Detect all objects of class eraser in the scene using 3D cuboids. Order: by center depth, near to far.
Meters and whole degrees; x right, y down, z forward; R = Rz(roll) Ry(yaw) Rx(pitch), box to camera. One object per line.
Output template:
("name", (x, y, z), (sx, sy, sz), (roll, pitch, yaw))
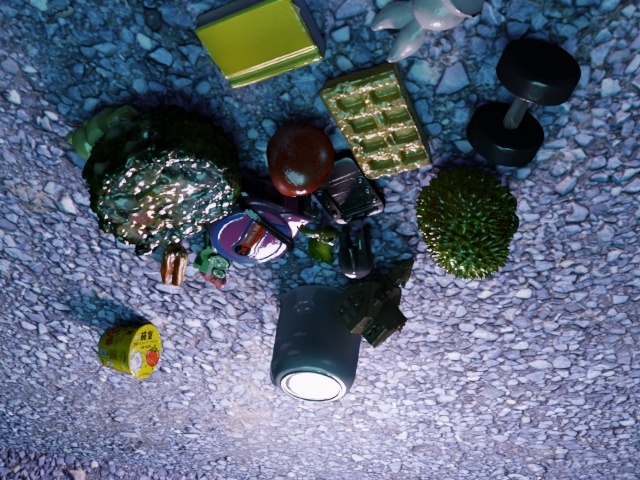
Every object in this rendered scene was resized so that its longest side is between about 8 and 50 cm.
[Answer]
("eraser", (-0.115, -0.398, 1.309), (0.226, 0.069, 0.158), (-13, 133, 24))

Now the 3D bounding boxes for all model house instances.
("model house", (0.187, 0.154, 1.838), (0.248, 0.176, 0.181), (-50, 148, 15))

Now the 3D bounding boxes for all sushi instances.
("sushi", (-0.361, -0.141, 1.499), (0.352, 0.178, 0.294), (-27, 143, 20))

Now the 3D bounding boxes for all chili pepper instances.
("chili pepper", (0.000, 0.000, 1.651), (0.085, 0.076, 0.359), (33, 171, 8))

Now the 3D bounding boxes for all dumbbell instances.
("dumbbell", (0.394, -0.269, 1.310), (0.152, 0.152, 0.218), (12, 139, -4))

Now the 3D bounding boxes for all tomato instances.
("tomato", (-0.050, -0.183, 1.485), (0.167, 0.167, 0.167), (5, 140, 4))

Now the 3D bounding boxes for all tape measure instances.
("tape measure", (-0.157, -0.050, 1.674), (0.245, 0.149, 0.231), (18, 136, -23))

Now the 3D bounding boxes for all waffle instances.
("waffle", (0.127, -0.255, 1.444), (0.168, 0.057, 0.274), (-12, 135, 24))

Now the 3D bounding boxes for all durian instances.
("durian", (0.327, -0.039, 1.522), (0.224, 0.291, 0.291), (-1, 141, 32))

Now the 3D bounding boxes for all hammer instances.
("hammer", (-0.312, 0.107, 1.959), (0.043, 0.043, 0.083), (-25, 128, 33))

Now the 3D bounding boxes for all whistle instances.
("whistle", (-0.497, -0.251, 1.535), (0.227, 0.085, 0.105), (-27, 129, 36))

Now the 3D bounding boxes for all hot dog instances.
("hot dog", (-0.422, 0.069, 1.920), (0.072, 0.055, 0.188), (13, 140, -10))

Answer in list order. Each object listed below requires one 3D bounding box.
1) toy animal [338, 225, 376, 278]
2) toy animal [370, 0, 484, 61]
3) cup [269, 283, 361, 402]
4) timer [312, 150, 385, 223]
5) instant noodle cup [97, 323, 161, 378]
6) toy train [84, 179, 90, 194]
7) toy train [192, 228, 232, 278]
("toy animal", (0.099, 0.029, 1.733), (0.082, 0.137, 0.269), (-6, 178, 12))
("toy animal", (0.201, -0.421, 1.219), (0.221, 0.131, 0.104), (-13, 112, 58))
("cup", (-0.043, 0.337, 2.000), (0.259, 0.274, 0.357), (32, 134, -25))
("timer", (0.058, -0.127, 1.612), (0.144, 0.055, 0.187), (-19, 129, 26))
("instant noodle cup", (-0.642, 0.363, 2.222), (0.144, 0.182, 0.182), (3, 140, 20))
("toy train", (-0.464, -0.150, 1.680), (0.252, 0.048, 0.055), (-7, 142, 9))
("toy train", (-0.289, 0.032, 1.847), (0.104, 0.071, 0.178), (24, 140, -2))
